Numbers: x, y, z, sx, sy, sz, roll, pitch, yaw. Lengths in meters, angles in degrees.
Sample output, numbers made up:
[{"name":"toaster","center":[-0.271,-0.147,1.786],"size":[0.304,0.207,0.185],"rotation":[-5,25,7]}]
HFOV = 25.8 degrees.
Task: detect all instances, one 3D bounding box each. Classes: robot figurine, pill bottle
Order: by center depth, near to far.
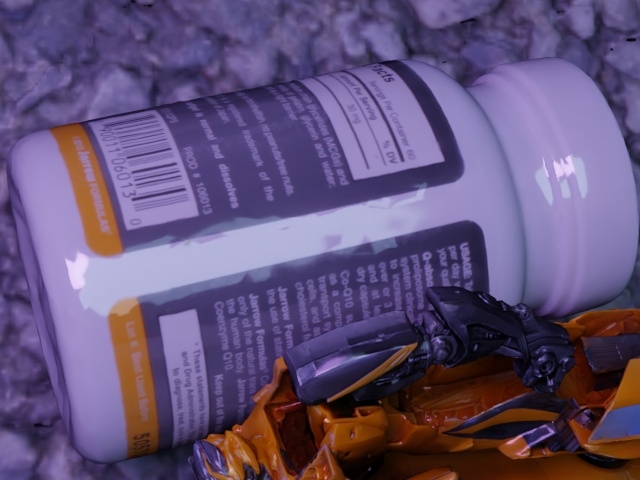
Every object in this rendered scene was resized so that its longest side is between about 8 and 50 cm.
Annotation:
[{"name":"robot figurine","center":[0.079,0.102,0.647],"size":[0.291,0.211,0.085],"rotation":[-1,51,-30]},{"name":"pill bottle","center":[0.000,0.000,0.681],"size":[0.279,0.162,0.162],"rotation":[-13,83,-15]}]
